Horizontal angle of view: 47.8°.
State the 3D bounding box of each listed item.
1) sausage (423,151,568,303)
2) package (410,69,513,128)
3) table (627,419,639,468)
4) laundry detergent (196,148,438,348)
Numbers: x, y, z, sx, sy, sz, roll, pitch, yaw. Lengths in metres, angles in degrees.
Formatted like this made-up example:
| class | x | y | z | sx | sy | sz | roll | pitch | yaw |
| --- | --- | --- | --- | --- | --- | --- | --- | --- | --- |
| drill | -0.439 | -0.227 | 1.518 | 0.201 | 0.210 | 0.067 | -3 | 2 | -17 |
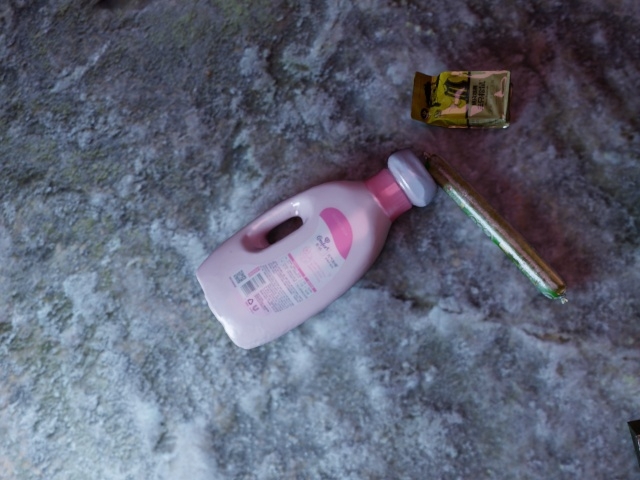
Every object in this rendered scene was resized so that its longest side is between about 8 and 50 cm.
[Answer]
| class | x | y | z | sx | sy | sz | roll | pitch | yaw |
| --- | --- | --- | --- | --- | --- | --- | --- | --- | --- |
| sausage | 0.224 | -0.022 | 0.939 | 0.033 | 0.033 | 0.269 | -42 | 73 | 4 |
| package | 0.191 | -0.189 | 0.972 | 0.131 | 0.047 | 0.071 | 2 | 83 | 16 |
| table | 0.399 | 0.248 | 0.822 | 0.070 | 0.083 | 0.082 | -14 | 83 | 14 |
| laundry detergent | 0.000 | 0.000 | 0.965 | 0.335 | 0.088 | 0.159 | -35 | 73 | 4 |
